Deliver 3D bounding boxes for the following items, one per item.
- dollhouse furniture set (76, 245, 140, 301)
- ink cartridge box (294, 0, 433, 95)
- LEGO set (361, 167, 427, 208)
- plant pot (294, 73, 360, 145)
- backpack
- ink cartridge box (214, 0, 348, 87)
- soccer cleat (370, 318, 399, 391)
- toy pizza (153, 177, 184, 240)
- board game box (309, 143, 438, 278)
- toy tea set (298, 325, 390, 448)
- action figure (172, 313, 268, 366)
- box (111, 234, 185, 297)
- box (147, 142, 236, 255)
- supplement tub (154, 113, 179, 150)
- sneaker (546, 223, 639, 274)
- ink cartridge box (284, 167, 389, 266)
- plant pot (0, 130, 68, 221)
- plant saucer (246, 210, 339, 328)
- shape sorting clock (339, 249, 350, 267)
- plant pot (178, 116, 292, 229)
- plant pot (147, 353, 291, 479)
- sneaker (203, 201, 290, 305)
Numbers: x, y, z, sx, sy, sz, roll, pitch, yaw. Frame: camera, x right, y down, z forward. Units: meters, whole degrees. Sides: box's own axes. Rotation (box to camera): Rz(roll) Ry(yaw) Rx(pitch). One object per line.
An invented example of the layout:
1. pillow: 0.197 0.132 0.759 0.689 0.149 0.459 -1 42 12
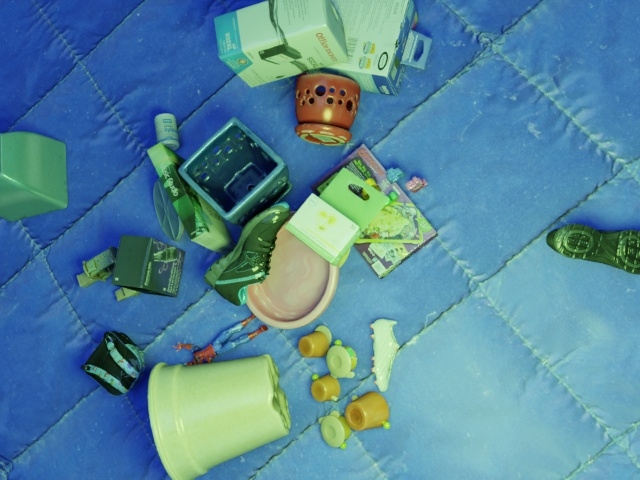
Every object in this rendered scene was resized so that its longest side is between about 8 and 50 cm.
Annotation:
1. dollhouse furniture set: -0.684 0.134 1.997 0.182 0.101 0.160 -29 72 9
2. ink cartridge box: 0.122 -0.593 1.886 0.396 0.151 0.269 14 84 21
3. LEGO set: 0.171 -0.141 1.758 0.227 0.093 0.087 -32 72 8
4. plant pot: 0.013 -0.376 1.857 0.191 0.191 0.174 8 87 18
5. backpack: -0.600 0.377 1.911 0.173 0.117 0.158 34 89 21
6. ink cartridge box: -0.102 -0.554 1.754 0.308 0.223 0.128 -12 78 15
7. soccer cleat: 0.178 0.309 1.723 0.076 0.068 0.196 -5 74 13
8. toy pizza: -0.462 -0.097 1.961 0.032 0.201 0.201 -16 68 -32
9. board game box: 0.149 -0.086 1.827 0.208 0.056 0.346 -39 70 10
10. toy tea set: 0.067 0.384 1.734 0.200 0.124 0.335 -30 73 40
11. action figure: -0.302 0.299 1.834 0.280 0.139 0.091 -35 70 9
12. box: -0.510 0.080 1.901 0.108 0.207 0.153 5 80 18
13. box: -0.377 -0.118 1.891 0.059 0.232 0.322 -33 71 6
14. supplement tub: -0.498 -0.349 2.063 0.071 0.071 0.107 -15 75 13
15. sneaker: 0.710 0.012 1.606 0.287 0.130 0.109 15 92 -3
16. ink cartridge box: 0.044 -0.072 1.691 0.171 0.056 0.235 37 86 22
17. plant pot: -1.023 -0.229 2.099 0.247 0.252 0.247 -12 75 15
18. plant saucer: -0.082 0.084 1.805 0.332 0.084 0.331 -4 83 31
19. shape sorting clock: 0.000 0.000 1.838 0.206 0.040 0.206 -5 81 30
20. plant pot: -0.230 -0.177 1.864 0.236 0.212 0.236 -44 70 -3
21. plant pot: -0.253 0.451 1.711 0.306 0.334 0.333 -16 74 1
22. sneaker: -0.175 0.036 1.766 0.140 0.125 0.341 44 114 8
